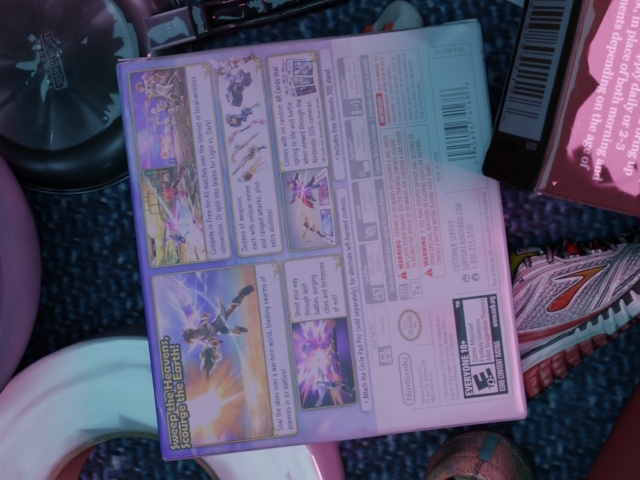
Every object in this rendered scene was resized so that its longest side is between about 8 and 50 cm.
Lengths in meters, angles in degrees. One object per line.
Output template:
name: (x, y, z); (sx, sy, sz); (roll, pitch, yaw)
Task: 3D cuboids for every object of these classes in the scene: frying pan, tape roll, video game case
frying pan: (-0.129, -0.122, 1.365); (0.326, 0.053, 0.197); (8, 96, 11)
tape roll: (-0.125, 0.202, 1.358); (0.286, 0.100, 0.286); (1, 95, 8)
video game case: (0.000, 0.000, 1.264); (0.244, 0.061, 0.269); (-6, 88, -2)

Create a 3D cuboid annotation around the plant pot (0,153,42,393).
plant pot: (-0.313, 0.017, 1.310); (0.293, 0.196, 0.293); (2, 97, 19)

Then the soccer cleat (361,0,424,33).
soccer cleat: (0.055, -0.071, 1.336); (0.076, 0.068, 0.196); (9, 89, -22)

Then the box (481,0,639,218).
box: (0.314, -0.088, 1.200); (0.381, 0.143, 0.191); (13, 95, -10)

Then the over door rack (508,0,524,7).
over door rack: (0.126, -0.286, 1.269); (0.324, 0.108, 0.239); (27, 98, 11)

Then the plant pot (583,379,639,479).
plant pot: (0.275, 0.219, 1.233); (0.275, 0.275, 0.243); (37, 107, 4)

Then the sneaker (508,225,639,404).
sneaker: (0.178, 0.030, 1.308); (0.225, 0.088, 0.093); (-37, 86, 8)

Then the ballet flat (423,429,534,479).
ballet flat: (0.077, 0.288, 1.310); (0.107, 0.106, 0.316); (9, 95, 8)
